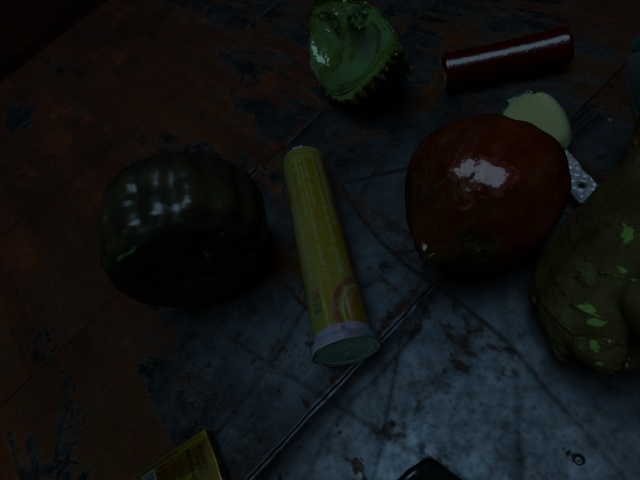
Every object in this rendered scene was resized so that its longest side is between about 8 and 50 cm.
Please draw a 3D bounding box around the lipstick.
[{"bbox_3d":[0.374,-0.368,0.857,0.241,0.080,0.080,-6,57,19],"label":"lipstick"}]

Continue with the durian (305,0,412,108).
[{"bbox_3d":[0.054,-0.425,0.945,0.163,0.198,0.394,-35,51,-1],"label":"durian"}]

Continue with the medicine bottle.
[{"bbox_3d":[0.000,0.000,0.752,0.108,0.108,0.425,-19,54,9],"label":"medicine bottle"}]

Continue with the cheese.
[{"bbox_3d":[0.395,-0.161,0.734,0.127,0.050,0.255,-21,54,7],"label":"cheese"}]

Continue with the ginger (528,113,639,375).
[{"bbox_3d":[0.336,0.012,0.454,0.166,0.375,0.236,4,53,20],"label":"ginger"}]

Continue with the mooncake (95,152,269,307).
[{"bbox_3d":[-0.231,-0.008,0.738,0.291,0.290,0.161,-22,56,7],"label":"mooncake"}]

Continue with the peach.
[{"bbox_3d":[0.226,-0.060,0.625,0.257,0.232,0.232,-36,51,-26],"label":"peach"}]

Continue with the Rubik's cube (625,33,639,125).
[{"bbox_3d":[0.575,-0.140,0.401,0.348,0.351,0.351,-14,92,15],"label":"Rubik's cube"}]

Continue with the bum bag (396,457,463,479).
[{"bbox_3d":[0.065,0.397,0.499,0.310,0.074,0.137,-35,50,-5],"label":"bum bag"}]

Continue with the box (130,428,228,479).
[{"bbox_3d":[-0.226,0.377,0.655,0.156,0.022,0.089,-36,52,-3],"label":"box"}]
